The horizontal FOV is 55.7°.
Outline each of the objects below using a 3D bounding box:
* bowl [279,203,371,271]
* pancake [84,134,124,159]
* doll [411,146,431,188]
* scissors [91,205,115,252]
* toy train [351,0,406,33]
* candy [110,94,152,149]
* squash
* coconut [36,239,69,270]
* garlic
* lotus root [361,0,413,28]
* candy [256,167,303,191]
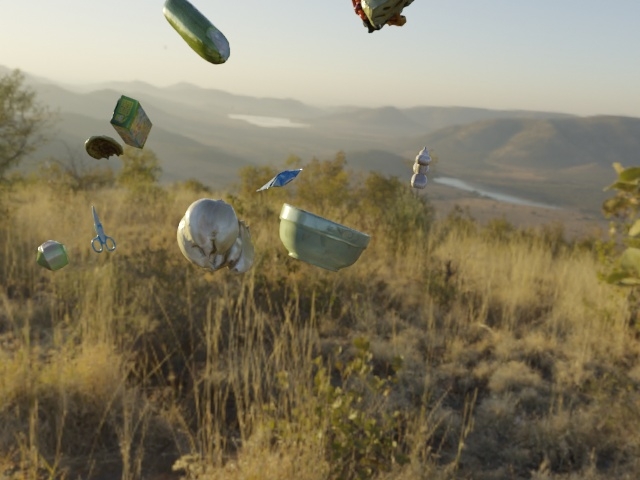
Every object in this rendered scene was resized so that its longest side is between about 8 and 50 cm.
[{"bbox_3d":[0.000,0.000,1.972,0.307,0.164,0.307,20,-1,0],"label":"bowl"},{"bbox_3d":[-0.765,-0.328,2.132,0.129,0.023,0.116,-16,-36,15],"label":"pancake"},{"bbox_3d":[0.369,-0.259,2.217,0.059,0.161,0.160,11,28,8],"label":"doll"},{"bbox_3d":[-0.531,-0.027,1.452,0.058,0.119,0.014,-11,-15,-44],"label":"scissors"},{"bbox_3d":[0.181,-0.899,2.109,0.163,0.369,0.232,28,66,39],"label":"toy train"},{"bbox_3d":[-0.582,-0.362,1.868,0.062,0.097,0.194,18,-11,0],"label":"candy"},{"bbox_3d":[-0.257,-0.434,1.243,0.069,0.069,0.239,-8,47,-43],"label":"squash"},{"bbox_3d":[-0.710,0.041,1.604,0.081,0.083,0.082,-28,-1,-14],"label":"coconut"},{"bbox_3d":[-0.312,0.006,1.753,0.184,0.203,0.281,-10,-32,6],"label":"garlic"},{"bbox_3d":[0.171,-0.702,1.735,0.144,0.143,0.070,53,6,30],"label":"lotus root"},{"bbox_3d":[-0.122,-0.183,1.815,0.136,0.038,0.088,-32,16,-27],"label":"candy"}]
